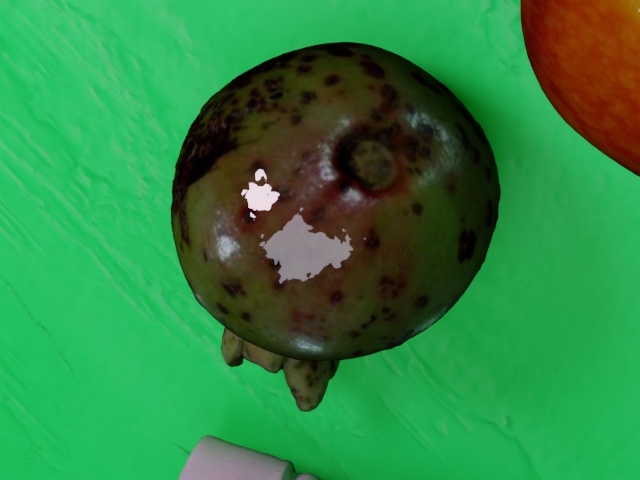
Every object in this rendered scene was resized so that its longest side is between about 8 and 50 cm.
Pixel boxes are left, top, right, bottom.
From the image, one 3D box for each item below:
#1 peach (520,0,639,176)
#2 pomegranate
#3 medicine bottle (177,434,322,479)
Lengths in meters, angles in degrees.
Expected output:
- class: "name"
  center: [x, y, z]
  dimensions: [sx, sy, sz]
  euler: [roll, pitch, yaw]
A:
- class: "peach"
  center: [0.269, -0.143, 1.140]
  dimensions: [0.281, 0.238, 0.281]
  euler: [23, 138, 23]
- class: "pomegranate"
  center: [0.016, -0.008, 1.299]
  dimensions: [0.242, 0.242, 0.306]
  euler: [6, 155, 10]
- class: "medicine bottle"
  center: [0.025, 0.304, 1.412]
  dimensions: [0.325, 0.212, 0.212]
  euler: [18, 116, 4]
